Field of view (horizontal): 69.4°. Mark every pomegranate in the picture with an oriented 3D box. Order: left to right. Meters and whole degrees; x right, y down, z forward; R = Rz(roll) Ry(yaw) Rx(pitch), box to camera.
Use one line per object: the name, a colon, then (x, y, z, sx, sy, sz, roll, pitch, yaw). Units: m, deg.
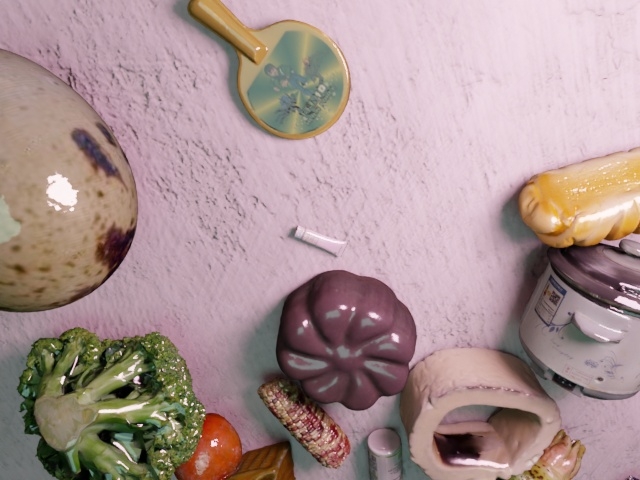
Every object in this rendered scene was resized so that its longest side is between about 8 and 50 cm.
pomegranate: (0.537, 0.605, 1.129, 0.276, 0.222, 0.204, -20, 96, -11)

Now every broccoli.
broccoli: (-0.421, 0.356, 0.957, 0.414, 0.320, 0.310, 59, 146, 16)

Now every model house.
model house: (-0.160, 0.624, 1.124, 0.173, 0.268, 0.239, 41, 106, 5)

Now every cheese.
cheese: (0.358, 0.405, 1.069, 0.331, 0.153, 0.293, 3, 113, -1)

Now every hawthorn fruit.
hawthorn fruit: (-0.273, 0.492, 1.090, 0.172, 0.173, 0.173, 0, 113, -1)

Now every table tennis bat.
table tennis bat: (-0.090, -0.316, 0.820, 0.320, 0.050, 0.198, 36, 110, -19)

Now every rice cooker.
rice cooker: (0.546, 0.137, 0.899, 0.264, 0.316, 0.317, 31, 117, 33)

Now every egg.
egg: (-0.491, -0.093, 0.742, 0.344, 0.345, 0.428, -20, 106, 7)

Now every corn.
corn: (-0.038, 0.431, 1.106, 0.098, 0.098, 0.290, -37, 105, 14)

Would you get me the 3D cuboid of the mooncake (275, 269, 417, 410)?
mooncake: (0.055, 0.218, 0.988, 0.305, 0.154, 0.306, 1, 113, 2)

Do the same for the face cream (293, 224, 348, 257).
face cream: (0.000, 0.000, 0.963, 0.115, 0.020, 0.038, 22, 110, -13)

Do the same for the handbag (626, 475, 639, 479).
handbag: (0.843, 0.752, 1.244, 0.161, 0.113, 0.260, 22, 112, -5)

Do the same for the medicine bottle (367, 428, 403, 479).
medicine bottle: (0.166, 0.575, 1.173, 0.085, 0.086, 0.184, -5, 113, 1)

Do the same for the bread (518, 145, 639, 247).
bread: (0.532, -0.077, 0.863, 0.310, 0.173, 0.121, -13, 141, 8)
